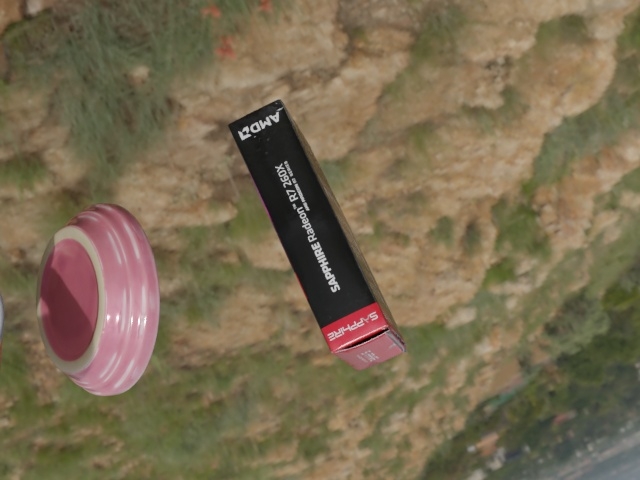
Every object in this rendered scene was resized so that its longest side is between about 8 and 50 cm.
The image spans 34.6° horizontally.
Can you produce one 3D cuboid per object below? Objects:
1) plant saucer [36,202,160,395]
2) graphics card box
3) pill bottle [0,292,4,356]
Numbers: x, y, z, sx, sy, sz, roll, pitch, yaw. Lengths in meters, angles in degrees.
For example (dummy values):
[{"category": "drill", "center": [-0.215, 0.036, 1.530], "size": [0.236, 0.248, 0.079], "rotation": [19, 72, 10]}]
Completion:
[{"category": "plant saucer", "center": [-0.394, 0.101, 1.753], "size": [0.084, 0.332, 0.332], "rotation": [0, 149, -40]}, {"category": "graphics card box", "center": [0.000, 0.000, 1.496], "size": [0.094, 0.371, 0.233], "rotation": [-25, 164, 5]}, {"category": "pill bottle", "center": [-0.617, 0.187, 1.605], "size": [0.229, 0.229, 0.407], "rotation": [-15, 159, -25]}]
